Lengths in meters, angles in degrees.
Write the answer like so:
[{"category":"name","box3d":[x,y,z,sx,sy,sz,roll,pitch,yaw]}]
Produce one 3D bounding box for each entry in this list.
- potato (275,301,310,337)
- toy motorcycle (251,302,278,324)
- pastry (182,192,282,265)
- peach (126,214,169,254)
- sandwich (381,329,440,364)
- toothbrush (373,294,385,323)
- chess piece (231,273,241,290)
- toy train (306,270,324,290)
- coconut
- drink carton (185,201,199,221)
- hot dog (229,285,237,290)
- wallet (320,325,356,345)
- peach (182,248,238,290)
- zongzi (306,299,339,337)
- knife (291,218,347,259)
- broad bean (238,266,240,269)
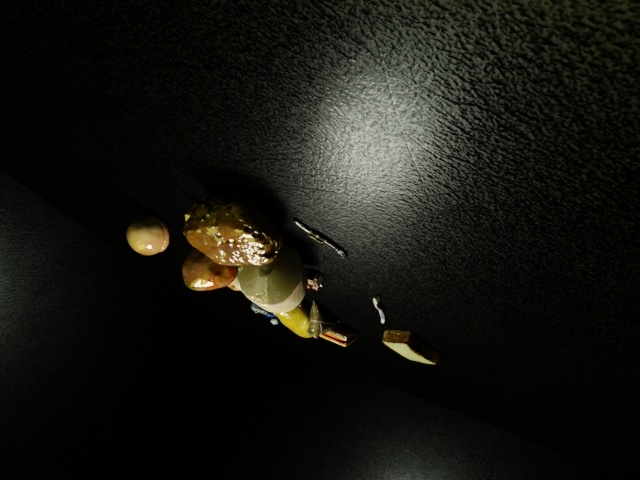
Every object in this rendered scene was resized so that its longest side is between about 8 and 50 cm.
[{"category":"potato","box3d":[-0.132,0.372,2.020,0.300,0.140,0.173,49,162,-28]},{"category":"toy motorcycle","box3d":[-0.275,0.376,2.252,0.315,0.113,0.169,3,140,28]},{"category":"pastry","box3d":[-0.267,-0.036,1.261,0.310,0.162,0.255,3,139,26]},{"category":"peach","box3d":[-0.782,-0.019,1.833,0.184,0.184,0.184,22,157,10]},{"category":"sandwich","box3d":[0.393,0.469,1.774,0.214,0.065,0.186,35,157,-20]},{"category":"toothbrush","box3d":[0.231,0.273,1.571,0.021,0.027,0.269,55,174,33]},{"category":"chess piece","box3d":[-0.384,0.199,1.981,0.397,0.117,0.117,13,154,34]},{"category":"toy train","box3d":[-0.053,0.149,1.582,0.137,0.050,0.087,14,150,30]},{"category":"coconut","box3d":[-0.165,0.128,1.420,0.239,0.239,0.244,20,158,16]},{"category":"drink carton","box3d":[-0.386,-0.054,1.458,0.200,0.084,0.074,34,153,-6]},{"category":"hot dog","box3d":[-0.525,0.190,2.172,0.235,0.062,0.092,32,142,1]},{"category":"wallet","box3d":[0.063,0.477,2.123,0.241,0.067,0.141,14,-173,29]},{"category":"peach","box3d":[-0.486,0.122,1.745,0.214,0.235,0.214,31,135,37]},{"category":"zongzi","box3d":[0.019,0.369,1.985,0.084,0.184,0.187,8,-172,39]},{"category":"knife","box3d":[0.004,0.000,1.228,0.222,0.021,0.045,36,159,-23]},{"category":"broad bean","box3d":[-0.315,0.119,1.802,0.144,0.049,0.292,42,155,-25]}]
